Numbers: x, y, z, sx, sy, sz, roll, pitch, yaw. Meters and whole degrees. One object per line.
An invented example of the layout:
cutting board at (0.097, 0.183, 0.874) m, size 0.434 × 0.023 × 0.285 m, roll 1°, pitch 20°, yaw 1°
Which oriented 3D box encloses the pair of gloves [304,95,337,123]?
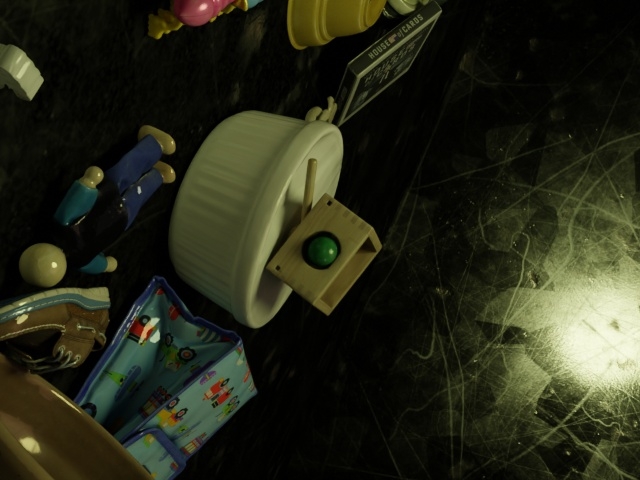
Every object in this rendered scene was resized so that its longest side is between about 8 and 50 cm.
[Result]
pair of gloves at (-0.023, -0.118, 1.298) m, size 0.240 × 0.042 × 0.204 m, roll 84°, pitch 27°, yaw -70°

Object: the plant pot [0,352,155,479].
plant pot at (-0.247, 0.241, 0.556) m, size 0.229 × 0.263 × 0.263 m, roll -46°, pitch 164°, yaw -10°

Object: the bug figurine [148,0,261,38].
bug figurine at (-0.074, -0.291, 0.663) m, size 0.279 × 0.072 × 0.216 m, roll 100°, pitch 17°, yaw -47°

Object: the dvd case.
dvd case at (0.100, -0.286, 1.276) m, size 0.179 × 0.029 × 0.239 m, roll -40°, pitch 177°, yaw -11°

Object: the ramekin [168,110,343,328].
ramekin at (-0.082, -0.038, 0.965) m, size 0.273 × 0.127 × 0.273 m, roll -61°, pitch 167°, yaw -24°

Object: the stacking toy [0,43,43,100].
stacking toy at (-0.177, -0.205, 0.428) m, size 0.221 × 0.052 × 0.167 m, roll 80°, pitch 32°, yaw -66°

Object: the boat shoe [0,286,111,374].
boat shoe at (-0.221, 0.075, 0.642) m, size 0.183 × 0.066 × 0.066 m, roll 1°, pitch 76°, yaw -78°

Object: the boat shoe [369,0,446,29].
boat shoe at (0.146, -0.431, 1.318) m, size 0.113 × 0.127 × 0.340 m, roll -28°, pitch -163°, yaw 36°

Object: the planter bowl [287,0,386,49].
planter bowl at (0.042, -0.348, 1.033) m, size 0.217 × 0.090 × 0.217 m, roll 23°, pitch 90°, yaw -79°

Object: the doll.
doll at (-0.195, -0.022, 0.686) m, size 0.189 × 0.046 × 0.129 m, roll -56°, pitch 163°, yaw -45°

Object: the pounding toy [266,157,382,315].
pounding toy at (0.000, 0.000, 0.900) m, size 0.130 × 0.100 × 0.141 m, roll -52°, pitch 164°, yaw -4°

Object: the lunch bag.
lunch bag at (-0.223, 0.221, 0.898) m, size 0.293 × 0.138 × 0.221 m, roll -50°, pitch 164°, yaw -19°
